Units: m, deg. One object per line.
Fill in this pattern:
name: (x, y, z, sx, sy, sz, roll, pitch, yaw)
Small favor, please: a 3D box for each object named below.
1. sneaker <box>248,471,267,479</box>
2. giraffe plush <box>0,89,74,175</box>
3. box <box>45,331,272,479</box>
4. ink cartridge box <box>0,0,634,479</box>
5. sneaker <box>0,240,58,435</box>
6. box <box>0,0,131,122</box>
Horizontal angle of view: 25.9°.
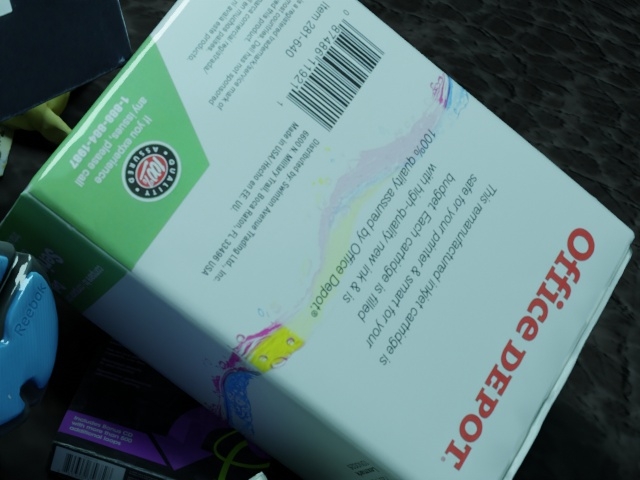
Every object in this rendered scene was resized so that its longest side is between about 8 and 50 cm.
sneaker: (-0.076, 0.200, 0.590, 0.146, 0.102, 0.293, -24, 12, 10)
giraffe plush: (-0.216, -0.173, 0.960, 0.181, 0.170, 0.210, 1, 39, -24)
box: (-0.077, 0.088, 0.802, 0.116, 0.029, 0.162, 18, 34, -2)
ink cartridge box: (0.000, 0.000, 0.746, 0.278, 0.117, 0.201, 38, 65, -9)
sneaker: (-0.283, 0.067, 0.589, 0.140, 0.125, 0.341, 2, 5, 44)
box: (-0.316, -0.124, 0.724, 0.294, 0.182, 0.296, -3, 20, 30)
